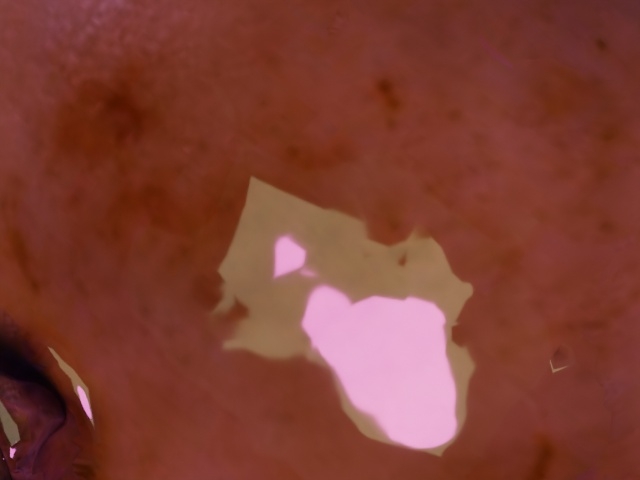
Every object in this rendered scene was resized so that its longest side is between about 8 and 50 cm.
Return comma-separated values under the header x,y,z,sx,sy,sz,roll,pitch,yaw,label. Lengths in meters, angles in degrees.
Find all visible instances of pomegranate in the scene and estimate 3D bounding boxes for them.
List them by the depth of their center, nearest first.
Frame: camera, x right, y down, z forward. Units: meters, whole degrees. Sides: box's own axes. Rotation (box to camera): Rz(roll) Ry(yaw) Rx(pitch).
x,y,z,sx,sy,sz,roll,pitch,yaw,label
0.000,0.000,0.540,0.332,0.332,0.332,4,119,8,pomegranate
